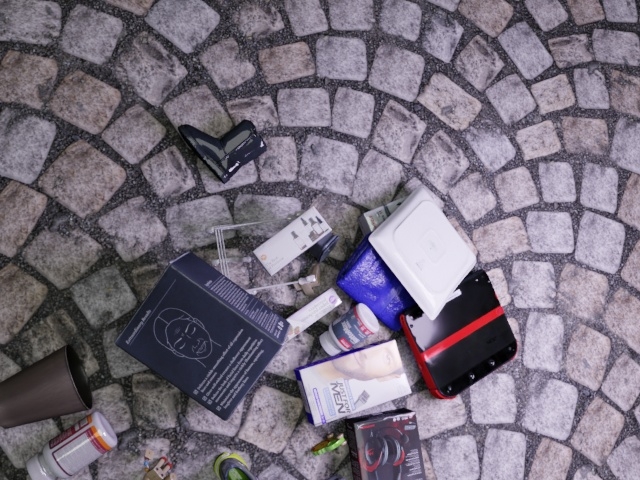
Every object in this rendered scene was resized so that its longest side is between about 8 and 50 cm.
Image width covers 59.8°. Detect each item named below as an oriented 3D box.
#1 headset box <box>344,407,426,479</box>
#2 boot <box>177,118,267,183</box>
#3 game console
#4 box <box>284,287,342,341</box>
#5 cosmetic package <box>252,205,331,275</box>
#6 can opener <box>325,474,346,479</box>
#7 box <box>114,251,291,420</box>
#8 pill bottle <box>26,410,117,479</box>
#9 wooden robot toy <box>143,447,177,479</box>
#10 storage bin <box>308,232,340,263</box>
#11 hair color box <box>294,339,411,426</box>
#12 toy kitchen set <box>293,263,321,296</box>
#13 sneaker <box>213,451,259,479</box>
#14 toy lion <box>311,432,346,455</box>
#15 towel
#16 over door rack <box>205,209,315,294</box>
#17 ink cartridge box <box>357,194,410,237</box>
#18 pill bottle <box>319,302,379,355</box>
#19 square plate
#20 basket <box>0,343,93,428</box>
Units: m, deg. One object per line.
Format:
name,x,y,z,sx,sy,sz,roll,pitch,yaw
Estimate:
headset box,0.214,0.711,1.798,0.218,0.110,0.293,-6,82,-14
boot,-0.323,-0.340,1.863,0.207,0.094,0.246,-44,98,-12
game console,0.485,0.325,1.921,0.386,0.060,0.342,-25,91,-22
box,-0.079,0.271,1.832,0.324,0.067,0.063,-34,90,-15
cosmetic package,-0.089,0.003,1.745,0.239,0.060,0.099,-38,86,-8
can opener,-0.042,0.781,1.698,0.283,0.076,0.095,-17,93,-37
box,-0.336,0.274,1.648,0.395,0.212,0.293,37,98,-3
pill bottle,-0.714,0.605,1.606,0.221,0.121,0.121,-33,89,-15
wooden robot toy,-0.494,0.711,1.679,0.079,0.076,0.173,-39,91,20
storage bin,0.000,0.000,1.864,0.091,0.135,0.098,41,67,7
hair color box,0.104,0.459,1.820,0.339,0.110,0.185,-15,83,-16
toy kitchen set,-0.038,0.137,1.886,0.083,0.075,0.068,-14,126,17
sneaker,-0.207,0.776,1.688,0.300,0.121,0.111,44,75,-3
toy lion,0.021,0.653,1.775,0.096,0.100,0.034,-26,89,-34
towel,0.220,0.141,1.858,0.308,0.076,0.227,39,81,-23
over door rack,-0.194,0.051,1.814,0.324,0.108,0.239,-10,84,-6
ink cartridge box,0.255,-0.055,1.948,0.208,0.087,0.153,-23,86,-14
pill bottle,0.090,0.296,1.813,0.180,0.108,0.108,-38,90,18
square plate,0.363,0.028,1.860,0.347,0.049,0.344,52,53,-6
basket,-0.806,0.434,1.604,0.227,0.154,0.204,-20,88,-11
